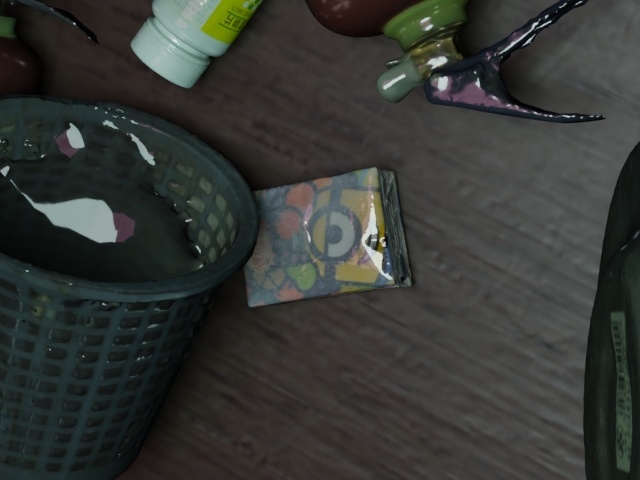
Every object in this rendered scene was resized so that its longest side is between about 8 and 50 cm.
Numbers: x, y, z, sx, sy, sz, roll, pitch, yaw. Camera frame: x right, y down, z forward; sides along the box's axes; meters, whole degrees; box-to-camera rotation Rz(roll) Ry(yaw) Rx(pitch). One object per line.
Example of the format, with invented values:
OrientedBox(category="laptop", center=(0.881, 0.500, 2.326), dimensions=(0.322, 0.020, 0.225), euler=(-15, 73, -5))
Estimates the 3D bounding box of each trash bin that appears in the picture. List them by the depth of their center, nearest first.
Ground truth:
OrientedBox(category="trash bin", center=(-0.135, 0.035, 0.860), dimensions=(0.175, 0.175, 0.161), euler=(30, 121, 17))

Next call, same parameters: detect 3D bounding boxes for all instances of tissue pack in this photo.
OrientedBox(category="tissue pack", center=(0.000, 0.000, 0.874), dimensions=(0.083, 0.035, 0.063), euler=(-11, 87, 20))

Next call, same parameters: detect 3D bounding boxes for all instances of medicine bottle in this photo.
OrientedBox(category="medicine bottle", center=(-0.059, -0.123, 0.883), dimensions=(0.047, 0.047, 0.083), euler=(41, 106, 14))

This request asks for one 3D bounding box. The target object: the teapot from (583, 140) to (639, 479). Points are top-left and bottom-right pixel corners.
OrientedBox(category="teapot", center=(0.236, 0.088, 0.656), dimensions=(0.239, 0.321, 0.239), euler=(0, 108, 0))

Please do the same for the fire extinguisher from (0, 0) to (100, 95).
OrientedBox(category="fire extinguisher", center=(-0.184, -0.050, 0.924), dimensions=(0.099, 0.071, 0.231), euler=(21, 100, 15))

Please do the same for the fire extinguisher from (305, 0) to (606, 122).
OrientedBox(category="fire extinguisher", center=(0.029, -0.195, 0.815), dimensions=(0.138, 0.102, 0.344), euler=(-27, 84, 19))
